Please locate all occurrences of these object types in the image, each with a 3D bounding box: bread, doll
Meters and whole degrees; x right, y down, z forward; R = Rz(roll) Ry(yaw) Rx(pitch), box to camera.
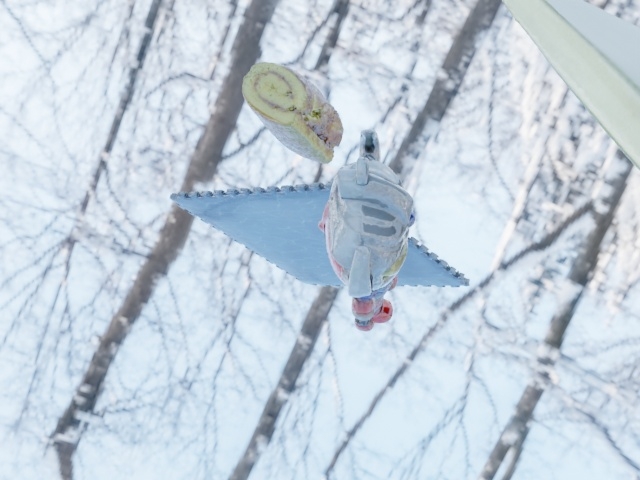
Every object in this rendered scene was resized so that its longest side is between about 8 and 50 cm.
[{"bbox_3d":[-0.040,-0.206,1.713,0.132,0.103,0.172,35,178,29],"label":"bread"},{"bbox_3d":[0.032,0.000,0.716,0.062,0.104,0.195,22,157,16],"label":"doll"}]

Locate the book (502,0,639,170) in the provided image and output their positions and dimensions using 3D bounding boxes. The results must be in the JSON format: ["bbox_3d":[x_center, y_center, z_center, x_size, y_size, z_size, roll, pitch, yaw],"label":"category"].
[{"bbox_3d":[0.278,-0.044,0.617,0.352,0.035,0.239,15,-148,-29],"label":"book"}]

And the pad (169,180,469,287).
[{"bbox_3d":[0.000,0.000,1.229,0.269,0.012,0.269,-3,154,42],"label":"pad"}]
